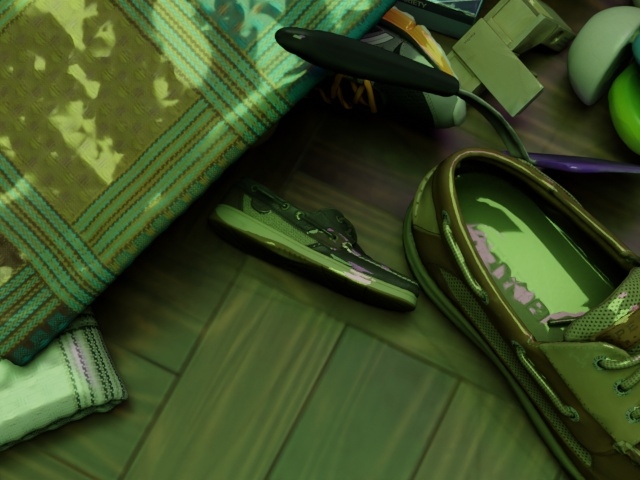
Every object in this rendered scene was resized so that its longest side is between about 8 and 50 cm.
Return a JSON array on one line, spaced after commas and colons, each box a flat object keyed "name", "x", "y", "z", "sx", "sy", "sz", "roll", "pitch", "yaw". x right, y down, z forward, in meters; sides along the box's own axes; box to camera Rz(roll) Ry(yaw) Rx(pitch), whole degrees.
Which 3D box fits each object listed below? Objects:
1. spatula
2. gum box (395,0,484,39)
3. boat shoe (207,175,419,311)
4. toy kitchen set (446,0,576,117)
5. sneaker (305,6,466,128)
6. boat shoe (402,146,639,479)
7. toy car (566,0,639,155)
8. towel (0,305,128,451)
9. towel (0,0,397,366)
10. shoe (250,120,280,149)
[{"name": "spatula", "x": 0.094, "y": -0.080, "z": 0.782, "sx": 0.296, "sy": 0.084, "sz": 0.030, "roll": 20, "pitch": 90, "yaw": -33}, {"name": "gum box", "x": 0.069, "y": -0.257, "z": 0.938, "sx": 0.157, "sy": 0.041, "sz": 0.184, "roll": 20, "pitch": 70, "yaw": 6}, {"name": "boat shoe", "x": 0.000, "y": 0.000, "z": 0.833, "sx": 0.152, "sy": 0.056, "sz": 0.049, "roll": 24, "pitch": 76, "yaw": 9}, {"name": "toy kitchen set", "x": 0.141, "y": -0.121, "z": 0.890, "sx": 0.083, "sy": 0.075, "sz": 0.068, "roll": -45, "pitch": 69, "yaw": 21}, {"name": "sneaker", "x": 0.006, "y": -0.129, "z": 0.873, "sx": 0.215, "sy": 0.084, "sz": 0.083, "roll": 32, "pitch": 73, "yaw": 22}, {"name": "boat shoe", "x": 0.174, "y": 0.068, "z": 0.774, "sx": 0.324, "sy": 0.120, "sz": 0.122, "roll": 43, "pitch": 75, "yaw": 14}, {"name": "toy car", "x": 0.269, "y": -0.136, "z": 0.843, "sx": 0.159, "sy": 0.136, "sz": 0.182, "roll": 38, "pitch": 74, "yaw": 13}, {"name": "towel", "x": -0.331, "y": 0.031, "z": 0.820, "sx": 0.324, "sy": 0.056, "sz": 0.312, "roll": -23, "pitch": 71, "yaw": -8}, {"name": "towel", "x": -0.145, "y": -0.142, "z": 0.766, "sx": 0.370, "sy": 0.040, "sz": 0.271, "roll": -45, "pitch": 85, "yaw": 3}, {"name": "shoe", "x": -0.134, "y": -0.109, "z": 0.860, "sx": 0.219, "sy": 0.058, "sz": 0.076, "roll": 16, "pitch": 97, "yaw": 10}]
